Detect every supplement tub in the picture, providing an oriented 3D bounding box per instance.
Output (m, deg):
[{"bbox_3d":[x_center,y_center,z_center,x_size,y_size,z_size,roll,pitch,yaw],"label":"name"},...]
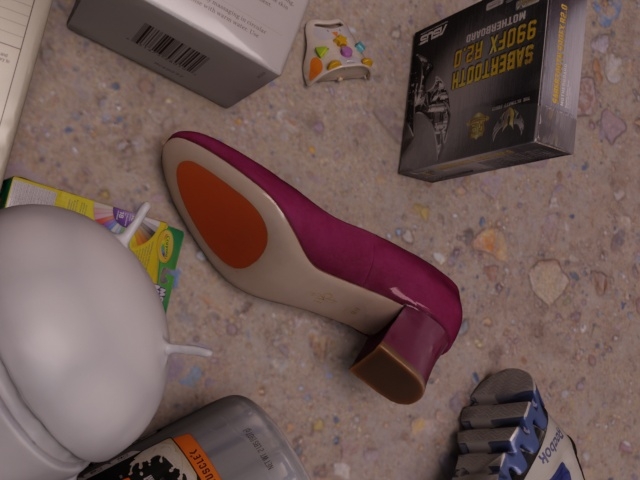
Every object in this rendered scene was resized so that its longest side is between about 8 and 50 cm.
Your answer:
[{"bbox_3d":[-0.166,0.284,0.699,0.316,0.193,0.193,-24,96,-26],"label":"supplement tub"}]

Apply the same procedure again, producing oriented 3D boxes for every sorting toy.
[{"bbox_3d":[0.017,-0.221,0.923,0.083,0.045,0.075,-12,72,-26],"label":"sorting toy"}]

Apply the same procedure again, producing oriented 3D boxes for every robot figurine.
[{"bbox_3d":[-0.262,0.100,0.591,0.354,0.200,0.299,-25,92,0],"label":"robot figurine"}]

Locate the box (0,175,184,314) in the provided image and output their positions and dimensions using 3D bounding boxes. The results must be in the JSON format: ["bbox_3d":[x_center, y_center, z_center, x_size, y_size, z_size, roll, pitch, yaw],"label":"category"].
[{"bbox_3d":[-0.222,0.014,0.767,0.179,0.043,0.105,19,77,-32],"label":"box"}]

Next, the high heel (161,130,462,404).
[{"bbox_3d":[0.000,0.000,0.878,0.377,0.127,0.181,47,39,-11],"label":"high heel"}]

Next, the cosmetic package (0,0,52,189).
[{"bbox_3d":[-0.337,-0.145,0.697,0.160,0.113,0.309,17,78,-24],"label":"cosmetic package"}]

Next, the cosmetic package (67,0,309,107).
[{"bbox_3d":[-0.086,-0.348,0.814,0.197,0.155,0.365,26,74,-22],"label":"cosmetic package"}]

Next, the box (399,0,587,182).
[{"bbox_3d":[0.182,-0.169,0.887,0.056,0.231,0.183,13,81,-28],"label":"box"}]

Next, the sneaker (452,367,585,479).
[{"bbox_3d":[0.223,0.322,0.910,0.182,0.127,0.315,42,60,-17],"label":"sneaker"}]
